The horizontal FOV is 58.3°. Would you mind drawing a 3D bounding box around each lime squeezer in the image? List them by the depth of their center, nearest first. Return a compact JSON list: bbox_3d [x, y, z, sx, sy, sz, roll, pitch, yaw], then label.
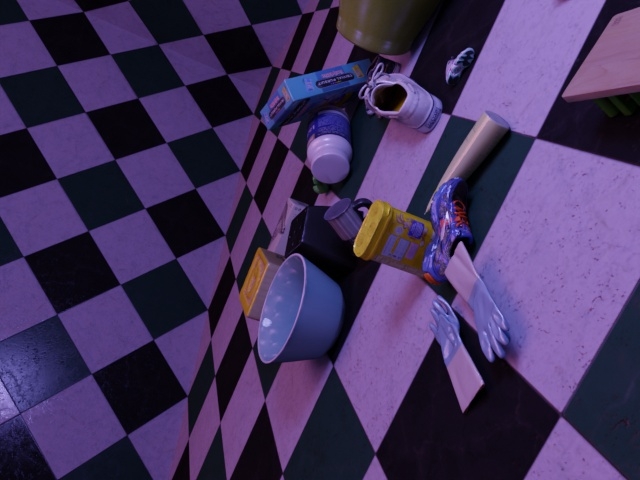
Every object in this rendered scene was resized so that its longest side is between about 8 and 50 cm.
[{"bbox_3d":[-0.011,-0.231,2.032,0.058,0.110,0.310,-25,28,15],"label":"lime squeezer"}]

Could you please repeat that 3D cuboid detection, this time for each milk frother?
[{"bbox_3d":[0.089,-0.057,1.538,0.129,0.135,0.143,-39,24,-3],"label":"milk frother"}]

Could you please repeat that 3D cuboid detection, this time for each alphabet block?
[{"bbox_3d":[-0.128,0.157,1.828,0.193,0.197,0.193,-69,20,7],"label":"alphabet block"}]

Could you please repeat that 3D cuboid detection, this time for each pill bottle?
[{"bbox_3d":[0.031,-0.321,1.921,0.153,0.153,0.265,-54,25,39],"label":"pill bottle"}]

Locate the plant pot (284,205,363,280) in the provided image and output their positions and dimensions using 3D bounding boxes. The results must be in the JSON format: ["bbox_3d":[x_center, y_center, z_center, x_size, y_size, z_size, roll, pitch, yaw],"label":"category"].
[{"bbox_3d":[0.000,0.000,1.681,0.188,0.166,0.188,-39,36,58],"label":"plant pot"}]

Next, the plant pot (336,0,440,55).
[{"bbox_3d":[0.202,-0.738,1.628,0.367,0.366,0.353,-94,19,-48],"label":"plant pot"}]

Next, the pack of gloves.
[{"bbox_3d":[0.267,0.150,1.013,0.232,0.046,0.195,-104,24,-49],"label":"pack of gloves"}]

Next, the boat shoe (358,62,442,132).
[{"bbox_3d":[0.177,-0.392,1.546,0.136,0.156,0.367,-62,26,19],"label":"boat shoe"}]

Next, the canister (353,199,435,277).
[{"bbox_3d":[0.172,0.001,1.207,0.126,0.169,0.073,-65,20,14],"label":"canister"}]

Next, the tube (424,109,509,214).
[{"bbox_3d":[0.293,-0.154,1.188,0.240,0.070,0.062,-59,33,33],"label":"tube"}]

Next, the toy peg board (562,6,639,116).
[{"bbox_3d":[0.468,-0.256,0.827,0.161,0.079,0.161,-56,19,-5],"label":"toy peg board"}]

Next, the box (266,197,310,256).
[{"bbox_3d":[-0.120,-0.009,2.119,0.275,0.094,0.113,-67,20,10],"label":"box"}]

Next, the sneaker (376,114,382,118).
[{"bbox_3d":[0.199,-0.436,1.760,0.042,0.067,0.119,-133,34,-66],"label":"sneaker"}]

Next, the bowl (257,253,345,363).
[{"bbox_3d":[-0.043,0.207,1.599,0.311,0.163,0.312,-50,29,42],"label":"bowl"}]

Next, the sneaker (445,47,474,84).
[{"bbox_3d":[0.331,-0.434,1.389,0.098,0.038,0.069,-55,26,37],"label":"sneaker"}]

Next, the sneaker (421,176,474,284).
[{"bbox_3d":[0.268,-0.019,1.134,0.087,0.083,0.221,-7,70,54],"label":"sneaker"}]

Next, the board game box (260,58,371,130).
[{"bbox_3d":[-0.010,-0.498,1.970,0.079,0.336,0.253,66,154,2],"label":"board game box"}]

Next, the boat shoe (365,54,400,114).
[{"bbox_3d":[0.171,-0.491,1.808,0.183,0.083,0.065,-61,22,27],"label":"boat shoe"}]
